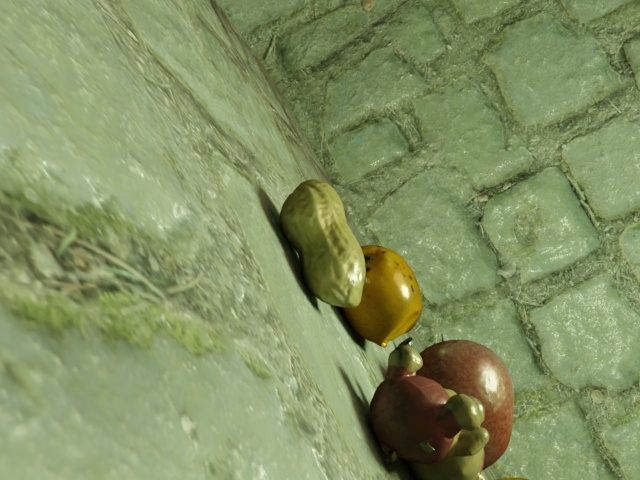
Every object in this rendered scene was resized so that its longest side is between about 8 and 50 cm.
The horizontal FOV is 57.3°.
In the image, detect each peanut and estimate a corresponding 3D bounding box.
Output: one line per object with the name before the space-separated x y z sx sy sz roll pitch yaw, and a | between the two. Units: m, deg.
peanut | 0.000 0.000 0.983 0.123 0.124 0.256 51 15 -52

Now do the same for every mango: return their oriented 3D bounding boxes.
mango | 0.116 0.109 1.189 0.191 0.160 0.290 53 0 22

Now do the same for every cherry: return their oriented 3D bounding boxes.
cherry | 0.293 0.339 1.225 0.261 0.221 0.307 51 32 -63

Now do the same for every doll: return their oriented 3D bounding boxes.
doll | 0.173 0.281 0.882 0.196 0.152 0.255 -94 161 -44

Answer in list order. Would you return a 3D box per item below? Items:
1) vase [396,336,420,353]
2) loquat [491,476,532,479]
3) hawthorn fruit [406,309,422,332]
vase | 0.303 0.384 1.708 0.214 0.086 0.086 55 7 -5
loquat | 0.243 0.394 0.713 0.246 0.213 0.213 54 9 -35
hawthorn fruit | 0.150 0.155 1.419 0.189 0.149 0.149 20 8 1
